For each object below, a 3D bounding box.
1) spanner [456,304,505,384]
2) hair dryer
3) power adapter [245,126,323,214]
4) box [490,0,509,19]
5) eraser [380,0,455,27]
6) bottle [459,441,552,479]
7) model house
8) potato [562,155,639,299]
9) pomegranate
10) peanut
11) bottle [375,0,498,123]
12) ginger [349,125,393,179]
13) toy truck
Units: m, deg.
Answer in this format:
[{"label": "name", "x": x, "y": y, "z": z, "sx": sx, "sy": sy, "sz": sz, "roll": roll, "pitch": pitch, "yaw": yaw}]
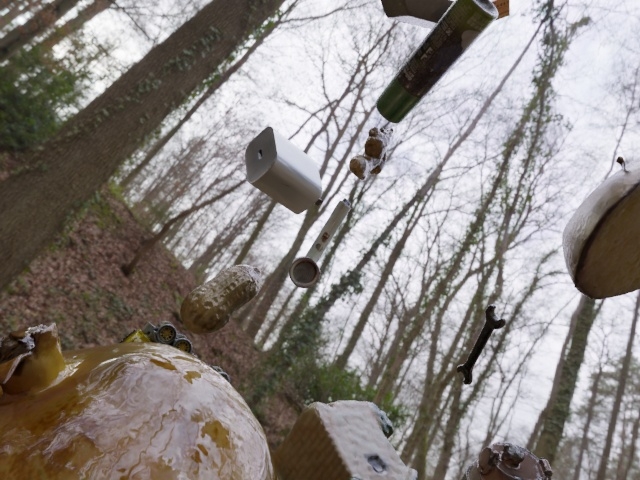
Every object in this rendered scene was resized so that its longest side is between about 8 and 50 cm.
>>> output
[{"label": "spanner", "x": 0.366, "y": 0.247, "z": 1.101, "sx": 0.054, "sy": 0.015, "sz": 0.255, "roll": 49, "pitch": -37, "yaw": 39}, {"label": "hair dryer", "x": 0.000, "y": 0.000, "z": 1.155, "sx": 0.073, "sy": 0.237, "sz": 0.131, "roll": 28, "pitch": 0, "yaw": -3}, {"label": "power adapter", "x": -0.085, "y": -0.186, "z": 1.386, "sx": 0.124, "sy": 0.187, "sz": 0.255, "roll": -37, "pitch": -48, "yaw": 25}, {"label": "box", "x": 0.494, "y": -0.656, "z": 1.359, "sx": 0.093, "sy": 0.015, "sz": 0.058, "roll": -20, "pitch": -46, "yaw": 0}, {"label": "eraser", "x": 0.334, "y": -0.693, "z": 1.443, "sx": 0.352, "sy": 0.078, "sz": 0.111, "roll": -2, "pitch": 18, "yaw": -30}, {"label": "bottle", "x": 0.207, "y": 0.295, "z": 0.547, "sx": 0.098, "sy": 0.099, "sz": 0.152, "roll": 23, "pitch": -67, "yaw": 10}, {"label": "model house", "x": 0.050, "y": 0.623, "z": 1.103, "sx": 0.334, "sy": 0.382, "sz": 0.343, "roll": 13, "pitch": 24, "yaw": -38}, {"label": "potato", "x": 0.459, "y": -0.045, "z": 0.695, "sx": 0.116, "sy": 0.298, "sz": 0.239, "roll": -125, "pitch": -157, "yaw": -44}, {"label": "pomegranate", "x": -0.184, "y": 0.215, "z": 0.391, "sx": 0.319, "sy": 0.319, "sz": 0.319, "roll": 22, "pitch": -29, "yaw": 13}, {"label": "peanut", "x": -0.233, "y": 0.135, "z": 1.147, "sx": 0.110, "sy": 0.236, "sz": 0.120, "roll": 17, "pitch": -52, "yaw": 33}, {"label": "bottle", "x": 0.254, "y": -0.412, "z": 1.100, "sx": 0.093, "sy": 0.093, "sz": 0.330, "roll": 34, "pitch": -44, "yaw": -10}, {"label": "ginger", "x": 0.135, "y": -0.240, "z": 1.296, "sx": 0.058, "sy": 0.214, "sz": 0.133, "roll": 19, "pitch": -65, "yaw": 27}, {"label": "toy truck", "x": -0.288, "y": 0.252, "z": 0.943, "sx": 0.227, "sy": 0.114, "sz": 0.098, "roll": 46, "pitch": -19, "yaw": -11}]
